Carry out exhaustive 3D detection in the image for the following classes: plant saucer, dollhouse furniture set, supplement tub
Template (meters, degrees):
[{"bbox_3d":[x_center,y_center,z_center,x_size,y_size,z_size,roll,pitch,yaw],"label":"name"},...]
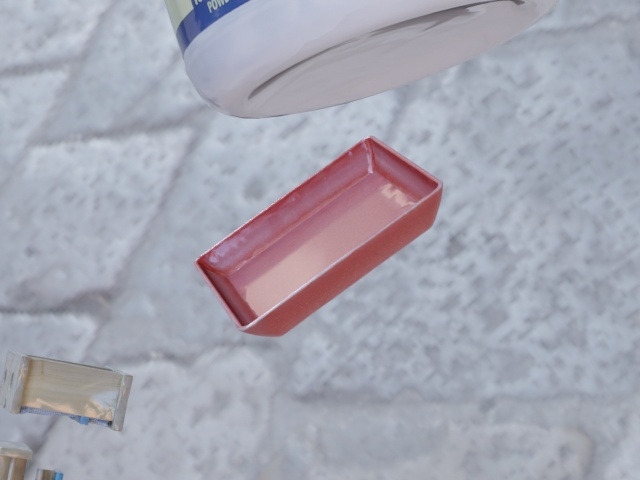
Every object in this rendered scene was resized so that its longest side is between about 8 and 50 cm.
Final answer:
[{"bbox_3d":[0.000,0.000,1.685,0.258,0.048,0.259,-36,21,-4],"label":"plant saucer"},{"bbox_3d":[-0.306,0.228,1.762,0.129,0.129,0.184,180,102,-72],"label":"dollhouse furniture set"},{"bbox_3d":[-0.008,-0.258,0.915,0.235,0.235,0.325,-21,84,26],"label":"supplement tub"}]
